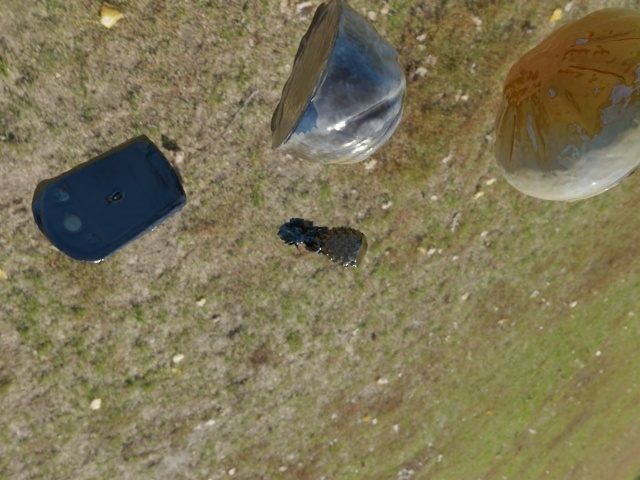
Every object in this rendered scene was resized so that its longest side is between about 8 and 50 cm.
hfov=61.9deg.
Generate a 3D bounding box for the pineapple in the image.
[{"bbox_3d":[0.000,0.000,0.938,0.074,0.159,0.074,16,90,-70],"label":"pineapple"}]

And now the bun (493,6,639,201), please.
[{"bbox_3d":[0.363,-0.213,0.796,0.164,0.299,0.299,28,108,-19],"label":"bun"}]

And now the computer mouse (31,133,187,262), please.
[{"bbox_3d":[-0.384,-0.069,0.971,0.269,0.100,0.170,-39,107,-37],"label":"computer mouse"}]

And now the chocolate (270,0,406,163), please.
[{"bbox_3d":[0.054,-0.272,1.004,0.212,0.303,0.303,20,114,-20],"label":"chocolate"}]
